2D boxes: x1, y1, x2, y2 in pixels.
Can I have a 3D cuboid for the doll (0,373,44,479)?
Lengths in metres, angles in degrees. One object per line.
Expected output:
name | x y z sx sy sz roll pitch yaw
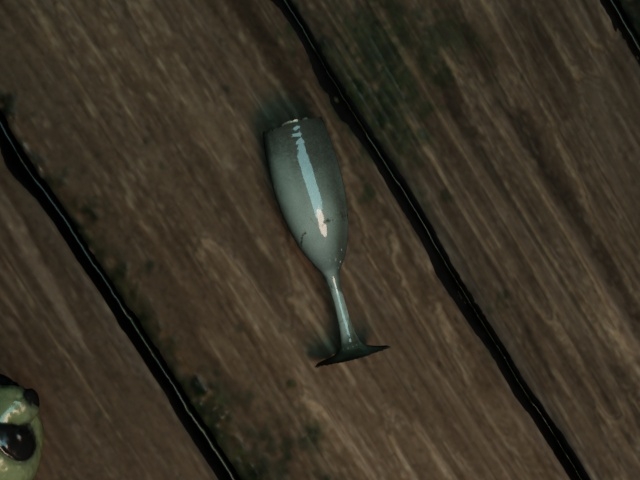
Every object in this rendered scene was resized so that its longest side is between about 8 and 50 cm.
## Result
doll | -0.311 0.177 1.191 0.234 0.143 0.135 -42 131 -10

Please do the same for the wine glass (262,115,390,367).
wine glass | 0.000 0.000 1.303 0.066 0.066 0.198 -16 92 -13
